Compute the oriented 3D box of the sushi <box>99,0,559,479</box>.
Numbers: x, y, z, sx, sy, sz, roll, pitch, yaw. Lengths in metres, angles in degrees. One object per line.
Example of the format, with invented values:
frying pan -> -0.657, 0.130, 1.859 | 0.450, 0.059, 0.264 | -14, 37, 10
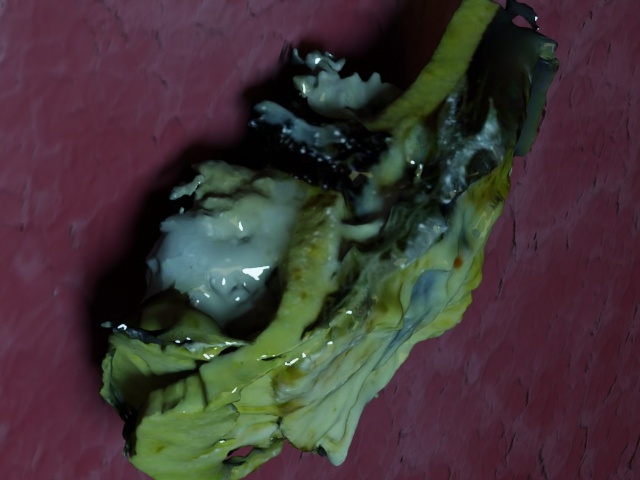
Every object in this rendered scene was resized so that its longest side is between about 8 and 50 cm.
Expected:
sushi -> 0.006, 0.004, 0.879 | 0.291, 0.131, 0.139 | -52, 165, -35
